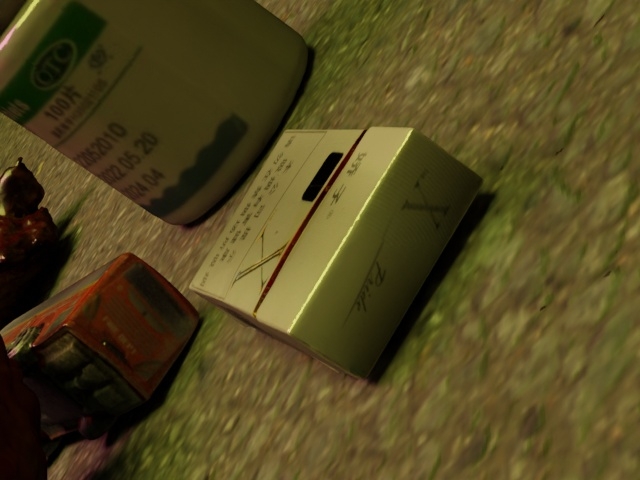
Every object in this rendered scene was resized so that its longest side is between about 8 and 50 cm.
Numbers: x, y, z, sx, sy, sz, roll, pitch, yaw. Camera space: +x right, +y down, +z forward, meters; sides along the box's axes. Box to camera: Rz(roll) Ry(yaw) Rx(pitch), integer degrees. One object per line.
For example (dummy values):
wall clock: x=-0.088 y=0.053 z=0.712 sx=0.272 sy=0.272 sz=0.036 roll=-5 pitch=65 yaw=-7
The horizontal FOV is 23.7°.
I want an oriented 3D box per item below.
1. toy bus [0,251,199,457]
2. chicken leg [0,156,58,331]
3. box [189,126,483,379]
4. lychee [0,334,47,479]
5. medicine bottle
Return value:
toy bus: x=-0.133 y=0.064 z=0.793 sx=0.077 sy=0.065 sz=0.192 roll=-52 pitch=14 yaw=-30
chicken leg: x=-0.246 y=0.055 z=1.068 sx=0.158 sy=0.096 sz=0.407 roll=-34 pitch=21 yaw=0
box: x=0.000 y=0.000 z=0.590 sx=0.084 sy=0.040 sz=0.154 roll=-56 pitch=16 yaw=-7
lychee: x=-0.258 y=0.146 z=0.668 sx=0.300 sy=0.255 sz=0.255 roll=-36 pitch=8 yaw=-27
medicine bottle: x=-0.136 y=-0.123 z=0.848 sx=0.139 sy=0.237 sz=0.139 roll=-48 pitch=20 yaw=24
